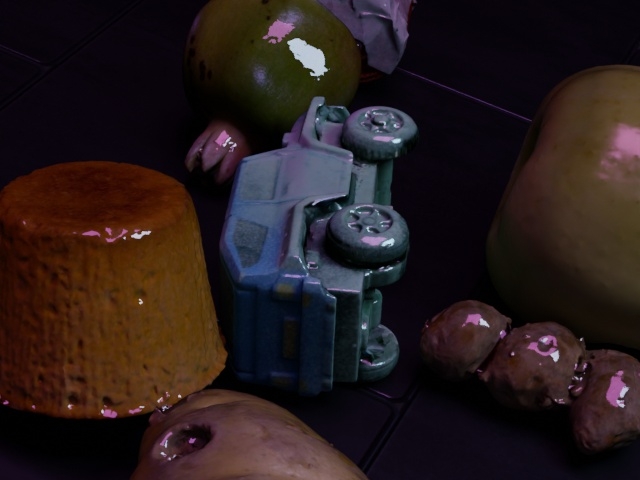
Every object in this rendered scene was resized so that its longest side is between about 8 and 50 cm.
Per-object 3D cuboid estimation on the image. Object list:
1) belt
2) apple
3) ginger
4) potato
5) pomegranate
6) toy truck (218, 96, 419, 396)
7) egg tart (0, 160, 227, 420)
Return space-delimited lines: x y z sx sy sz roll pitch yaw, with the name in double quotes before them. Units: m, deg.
"belt" -0.001 -0.242 1.745 0.201 0.128 0.124 14 37 -2
"apple" 0.282 -0.026 1.460 0.279 0.279 0.279 8 37 -6
"ginger" 0.181 0.109 1.381 0.204 0.080 0.104 25 44 13
"potato" -0.040 0.203 1.136 0.192 0.141 0.296 11 23 -26
"pomegranate" -0.060 -0.141 1.581 0.180 0.180 0.209 26 68 16
"toy truck" 0.000 0.000 1.412 0.156 0.155 0.279 5 37 2
"egg tart" -0.178 0.038 1.293 0.215 0.170 0.215 2 23 -1
